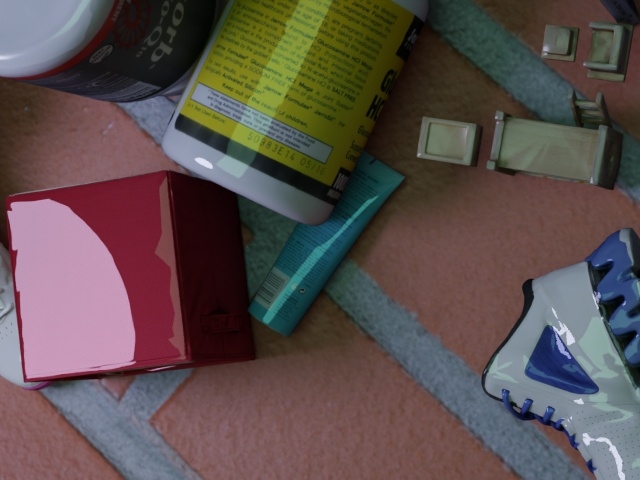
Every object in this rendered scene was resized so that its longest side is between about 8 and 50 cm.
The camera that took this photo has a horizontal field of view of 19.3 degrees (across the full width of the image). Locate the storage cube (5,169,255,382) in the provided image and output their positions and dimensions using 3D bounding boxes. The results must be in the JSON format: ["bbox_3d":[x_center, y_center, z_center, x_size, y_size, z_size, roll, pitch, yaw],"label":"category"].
[{"bbox_3d":[-0.191,0.040,1.941,0.215,0.184,0.193,-9,84,19],"label":"storage cube"}]

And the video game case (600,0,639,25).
[{"bbox_3d":[0.249,-0.315,1.798,0.023,0.193,0.212,-22,82,14],"label":"video game case"}]

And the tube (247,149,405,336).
[{"bbox_3d":[0.000,0.000,1.951,0.080,0.052,0.207,34,94,16],"label":"tube"}]

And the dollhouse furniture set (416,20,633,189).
[{"bbox_3d":[0.207,-0.143,1.856,0.182,0.101,0.161,10,91,19],"label":"dollhouse furniture set"}]

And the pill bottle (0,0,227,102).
[{"bbox_3d":[-0.223,-0.247,1.864,0.210,0.363,0.210,-1,88,19],"label":"pill bottle"}]

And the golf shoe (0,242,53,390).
[{"bbox_3d":[-0.386,0.031,2.030,0.115,0.140,0.306,-36,79,13],"label":"golf shoe"}]

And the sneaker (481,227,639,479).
[{"bbox_3d":[0.260,0.162,1.828,0.182,0.127,0.315,-17,76,21],"label":"sneaker"}]

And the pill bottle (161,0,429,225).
[{"bbox_3d":[-0.008,-0.198,1.879,0.188,0.188,0.334,27,93,17],"label":"pill bottle"}]
